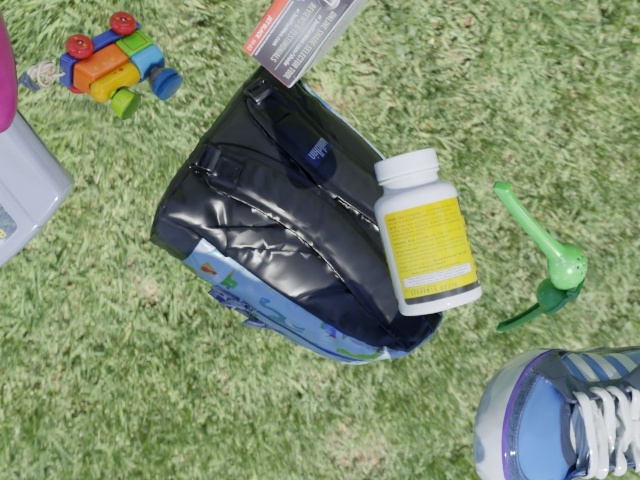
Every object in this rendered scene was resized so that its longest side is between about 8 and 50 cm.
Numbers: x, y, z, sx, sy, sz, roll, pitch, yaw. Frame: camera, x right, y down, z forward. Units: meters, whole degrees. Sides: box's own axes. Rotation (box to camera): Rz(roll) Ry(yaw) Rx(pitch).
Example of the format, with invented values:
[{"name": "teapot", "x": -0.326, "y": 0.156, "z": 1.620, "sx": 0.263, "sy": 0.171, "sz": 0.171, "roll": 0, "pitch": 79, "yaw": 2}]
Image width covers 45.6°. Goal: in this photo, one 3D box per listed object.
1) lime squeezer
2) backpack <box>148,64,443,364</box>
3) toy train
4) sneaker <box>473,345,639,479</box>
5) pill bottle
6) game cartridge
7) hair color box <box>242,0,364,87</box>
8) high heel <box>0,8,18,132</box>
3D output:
[{"name": "lime squeezer", "x": 0.270, "y": 0.050, "z": 0.943, "sx": 0.109, "sy": 0.059, "sz": 0.310, "roll": 2, "pitch": 144, "yaw": 15}, {"name": "backpack", "x": 0.000, "y": 0.000, "z": 0.947, "sx": 0.355, "sy": 0.273, "sz": 0.290, "roll": 29, "pitch": 60, "yaw": -3}, {"name": "toy train", "x": -0.344, "y": -0.240, "z": 1.182, "sx": 0.143, "sy": 0.105, "sz": 0.248, "roll": 42, "pitch": 56, "yaw": 8}, {"name": "sneaker", "x": 0.324, "y": 0.173, "z": 0.740, "sx": 0.322, "sy": 0.236, "sz": 0.130, "roll": -6, "pitch": 94, "yaw": -47}, {"name": "pill bottle", "x": 0.077, "y": -0.007, "z": 0.570, "sx": 0.065, "sy": 0.065, "sz": 0.116, "roll": -15, "pitch": 91, "yaw": -8}, {"name": "game cartridge", "x": -0.456, "y": -0.038, "z": 0.907, "sx": 0.294, "sy": 0.060, "sz": 0.196, "roll": -36, "pitch": 106, "yaw": 0}, {"name": "hair color box", "x": 0.000, "y": -0.200, "z": 0.654, "sx": 0.053, "sy": 0.167, "sz": 0.093, "roll": 38, "pitch": 116, "yaw": -7}, {"name": "high heel", "x": -0.345, "y": -0.262, "z": 0.630, "sx": 0.127, "sy": 0.181, "sz": 0.377, "roll": -36, "pitch": 116, "yaw": -28}]
